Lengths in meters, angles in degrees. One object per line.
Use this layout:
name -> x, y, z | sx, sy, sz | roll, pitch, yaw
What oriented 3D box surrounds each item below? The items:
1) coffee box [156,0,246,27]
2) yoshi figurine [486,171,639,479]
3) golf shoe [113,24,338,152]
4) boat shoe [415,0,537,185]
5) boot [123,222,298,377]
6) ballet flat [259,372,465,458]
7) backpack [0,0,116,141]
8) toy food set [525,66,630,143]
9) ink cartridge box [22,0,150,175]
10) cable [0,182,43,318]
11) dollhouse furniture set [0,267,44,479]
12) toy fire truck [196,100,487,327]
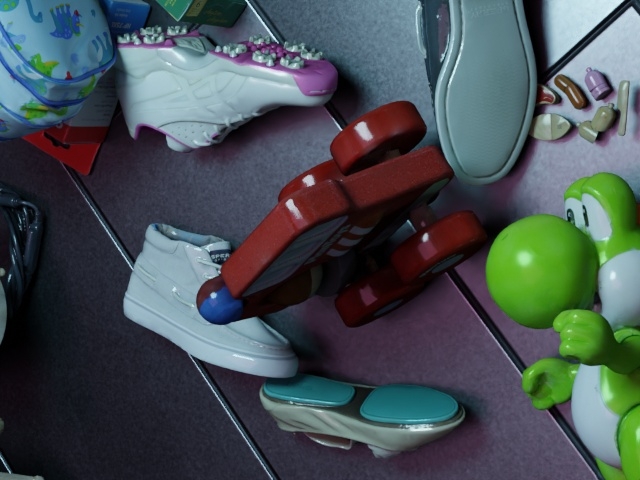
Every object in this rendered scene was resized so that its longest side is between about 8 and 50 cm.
coffee box -> -0.181, -0.315, 1.702 | 0.184, 0.113, 0.040 | 43, 112, 19
yoshi figurine -> 0.255, 0.119, 1.442 | 0.204, 0.203, 0.362 | -13, 84, 37
golf shoe -> -0.109, -0.164, 1.685 | 0.306, 0.115, 0.140 | 12, 110, 35
boat shoe -> 0.156, -0.210, 1.531 | 0.091, 0.114, 0.302 | -147, 57, -67
boot -> -0.121, 0.062, 1.699 | 0.258, 0.095, 0.123 | 21, 103, 34
ballet flat -> 0.048, 0.198, 1.637 | 0.249, 0.086, 0.086 | 8, 98, 31
backpack -> -0.383, -0.281, 1.639 | 0.273, 0.290, 0.355 | -2, 104, 18
toy food set -> 0.261, -0.138, 1.516 | 0.122, 0.019, 0.077 | 8, 98, 37
ink cartridge box -> -0.312, -0.206, 1.804 | 0.134, 0.078, 0.231 | 30, 108, 25
cable -> -0.428, 0.018, 1.905 | 0.151, 0.047, 0.184 | 18, 104, 26
dollhouse furniture set -> -0.447, 0.170, 1.910 | 0.303, 0.174, 0.355 | -24, 58, 53
toy fire truck -> 0.000, 0.000, 1.518 | 0.169, 0.254, 0.302 | 62, 144, 11
